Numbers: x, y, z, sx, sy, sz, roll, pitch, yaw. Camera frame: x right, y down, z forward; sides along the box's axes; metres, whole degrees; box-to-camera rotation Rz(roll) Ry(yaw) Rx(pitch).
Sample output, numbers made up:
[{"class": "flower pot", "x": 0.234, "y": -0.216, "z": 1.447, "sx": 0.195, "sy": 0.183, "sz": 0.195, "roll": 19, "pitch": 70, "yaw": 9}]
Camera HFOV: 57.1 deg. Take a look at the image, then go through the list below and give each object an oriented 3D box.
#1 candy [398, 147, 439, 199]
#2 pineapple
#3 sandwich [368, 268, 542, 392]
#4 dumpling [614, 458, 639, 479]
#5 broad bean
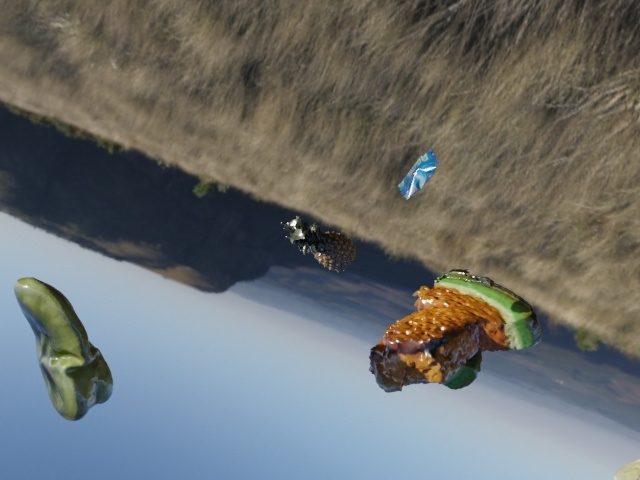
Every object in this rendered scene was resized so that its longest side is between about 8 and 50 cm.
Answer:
[{"class": "candy", "x": 0.249, "y": -0.168, "z": 1.507, "sx": 0.038, "sy": 0.136, "sz": 0.088, "roll": 27, "pitch": -152, "yaw": -25}, {"class": "pineapple", "x": 0.000, "y": 0.000, "z": 0.806, "sx": 0.058, "sy": 0.058, "sz": 0.124, "roll": 17, "pitch": 168, "yaw": 37}, {"class": "sandwich", "x": 0.219, "y": 0.186, "z": 1.028, "sx": 0.301, "sy": 0.162, "sz": 0.250, "roll": -22, "pitch": -161, "yaw": -24}, {"class": "dumpling", "x": 0.497, "y": 0.358, "z": 0.738, "sx": 0.131, "sy": 0.179, "sz": 0.252, "roll": 60, "pitch": -169, "yaw": -24}, {"class": "broad bean", "x": -0.356, "y": 0.141, "z": 0.808, "sx": 0.153, "sy": 0.207, "sz": 0.072, "roll": -6, "pitch": -165, "yaw": 43}]
